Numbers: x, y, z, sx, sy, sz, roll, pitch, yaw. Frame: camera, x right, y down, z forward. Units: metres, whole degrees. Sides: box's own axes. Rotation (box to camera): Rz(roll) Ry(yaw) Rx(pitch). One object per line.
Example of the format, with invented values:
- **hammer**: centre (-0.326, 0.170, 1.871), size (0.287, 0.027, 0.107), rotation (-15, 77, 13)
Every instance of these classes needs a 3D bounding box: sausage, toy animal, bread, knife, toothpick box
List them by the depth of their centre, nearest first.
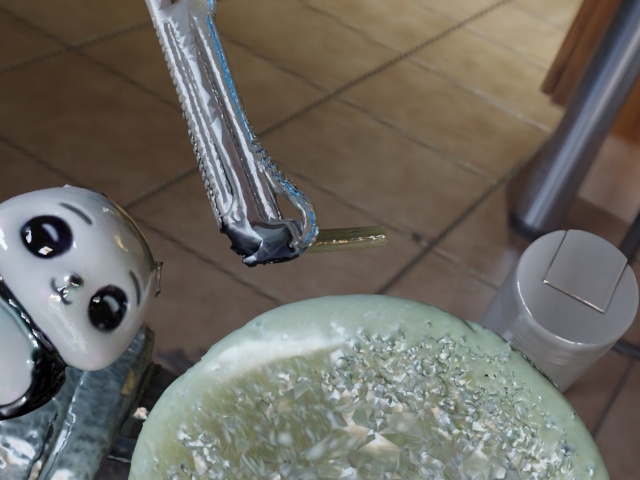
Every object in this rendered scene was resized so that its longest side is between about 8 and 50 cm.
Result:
- **bread**: centre (0.019, 0.156, 0.634), size (0.267, 0.267, 0.040), rotation (28, 18, 9)
- **toy animal**: centre (-0.217, 0.032, 0.945), size (0.166, 0.179, 0.138), rotation (58, 6, -16)
- **toothpick box**: centre (0.205, 0.076, 1.138), size (0.111, 0.180, 0.111), rotation (4, 64, -8)
- **knife**: centre (-0.094, -0.129, 1.209), size (0.089, 0.043, 0.365), rotation (-22, 66, -1)
- **sausage**: centre (0.000, 0.000, 1.246), size (0.132, 0.024, 0.024), rotation (-4, 33, 0)

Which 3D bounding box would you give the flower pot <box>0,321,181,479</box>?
- **flower pot**: centre (-0.284, 0.196, 1.266), size (0.283, 0.299, 0.299), rotation (23, 30, -9)
